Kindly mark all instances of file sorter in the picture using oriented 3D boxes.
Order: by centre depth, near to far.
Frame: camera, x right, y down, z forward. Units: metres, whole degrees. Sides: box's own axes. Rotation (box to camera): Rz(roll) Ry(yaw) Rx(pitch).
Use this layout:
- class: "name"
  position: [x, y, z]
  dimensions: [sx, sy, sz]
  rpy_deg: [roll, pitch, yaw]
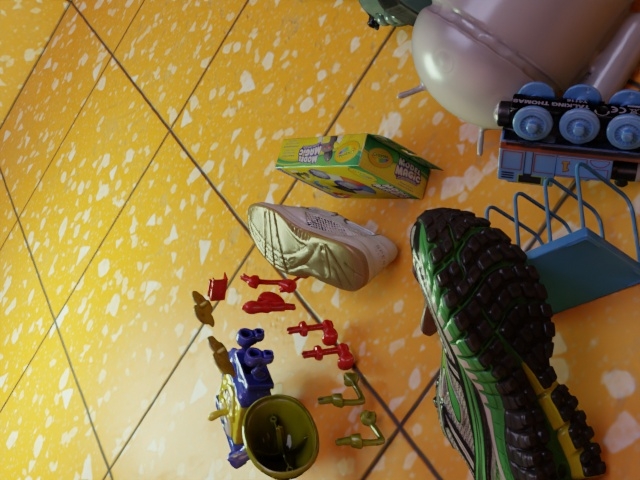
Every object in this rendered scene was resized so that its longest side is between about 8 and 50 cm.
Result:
- class: "file sorter"
  position: [0.248, 0.006, 1.027]
  dimensions: [0.170, 0.118, 0.104]
  rpy_deg: [-28, 46, 40]

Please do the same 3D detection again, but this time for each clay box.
- class: "clay box"
  position: [0.052, -0.102, 1.320]
  dimensions: [0.222, 0.127, 0.053]
  rpy_deg: [5, 75, 53]

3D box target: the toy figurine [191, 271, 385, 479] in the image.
- class: "toy figurine"
  position: [-0.066, 0.236, 1.311]
  dimensions: [0.362, 0.191, 0.217]
  rpy_deg: [-120, 33, -45]

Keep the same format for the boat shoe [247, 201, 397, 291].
- class: "boat shoe"
  position: [0.000, 0.000, 1.363]
  dimensions: [0.277, 0.096, 0.098]
  rpy_deg: [24, 128, 45]

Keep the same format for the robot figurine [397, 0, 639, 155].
- class: "robot figurine"
  position: [0.245, -0.278, 1.109]
  dimensions: [0.300, 0.200, 0.353]
  rpy_deg: [39, 102, 14]

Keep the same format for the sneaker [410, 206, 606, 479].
- class: "sneaker"
  position: [0.157, 0.133, 0.955]
  dimensions: [0.146, 0.134, 0.343]
  rpy_deg: [-19, 89, 51]

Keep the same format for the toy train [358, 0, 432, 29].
- class: "toy train"
  position: [0.138, -0.392, 1.318]
  dimensions: [0.190, 0.142, 0.334]
  rpy_deg: [-63, 15, 3]

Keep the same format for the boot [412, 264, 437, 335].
- class: "boot"
  position: [0.143, 0.054, 1.198]
  dimensions: [0.118, 0.042, 0.087]
  rpy_deg: [-61, 30, 4]

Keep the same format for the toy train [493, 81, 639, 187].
- class: "toy train"
  position: [0.280, -0.111, 1.024]
  dimensions: [0.184, 0.105, 0.080]
  rpy_deg: [7, 40, 13]
